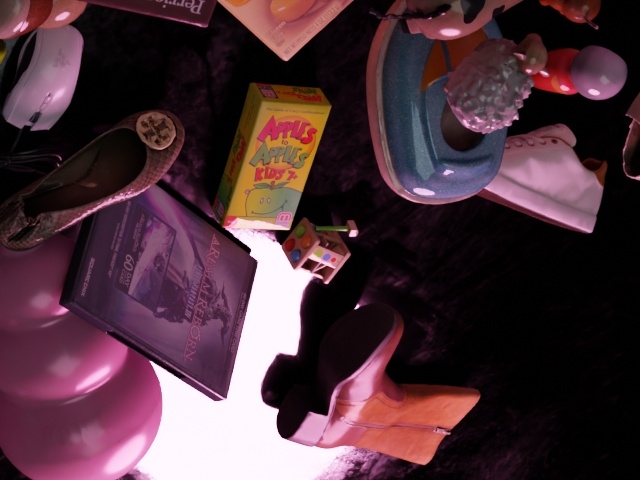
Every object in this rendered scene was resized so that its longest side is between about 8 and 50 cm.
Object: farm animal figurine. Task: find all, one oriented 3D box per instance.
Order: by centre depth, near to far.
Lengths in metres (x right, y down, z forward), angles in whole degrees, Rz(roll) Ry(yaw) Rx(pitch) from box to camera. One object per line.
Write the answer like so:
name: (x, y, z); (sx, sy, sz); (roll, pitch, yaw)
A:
farm animal figurine: (0.202, -0.323, 1.678); (0.327, 0.172, 0.330); (-46, 117, -14)

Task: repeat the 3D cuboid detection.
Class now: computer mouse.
computer mouse: (-0.314, -0.150, 1.754); (0.106, 0.042, 0.193); (8, 122, -30)

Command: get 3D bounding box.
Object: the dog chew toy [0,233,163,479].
dog chew toy: (-0.309, 0.132, 1.884); (0.207, 0.206, 0.331); (-19, 122, -11)

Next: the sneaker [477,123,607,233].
sneaker: (0.246, -0.107, 2.037); (0.290, 0.106, 0.123); (19, 91, -32)

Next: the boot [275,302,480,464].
boot: (0.117, 0.209, 2.212); (0.280, 0.096, 0.264); (14, 118, -34)

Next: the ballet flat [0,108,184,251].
ballet flat: (-0.259, -0.072, 1.787); (0.250, 0.084, 0.058); (-33, 166, -16)

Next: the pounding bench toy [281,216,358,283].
pounding bench toy: (0.000, 0.000, 2.017); (0.065, 0.052, 0.083); (24, 113, -37)

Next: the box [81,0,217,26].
box: (-0.163, -0.337, 1.474); (0.169, 0.167, 0.203); (8, 124, -28)

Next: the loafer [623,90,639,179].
loafer: (0.451, -0.172, 2.060); (0.092, 0.102, 0.268); (-18, 133, -20)

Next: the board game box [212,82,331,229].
board game box: (-0.060, -0.099, 1.915); (0.092, 0.043, 0.181); (2, 125, -26)

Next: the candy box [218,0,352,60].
candy box: (-0.077, -0.352, 1.673); (0.183, 0.087, 0.316); (-42, 132, 11)

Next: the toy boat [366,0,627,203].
toy boat: (0.203, -0.186, 1.872); (0.318, 0.148, 0.267); (-12, 103, -30)

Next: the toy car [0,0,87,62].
toy car: (-0.296, -0.271, 1.636); (0.188, 0.149, 0.155); (-13, 144, -54)

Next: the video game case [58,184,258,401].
video game case: (-0.184, 0.048, 1.892); (0.026, 0.196, 0.274); (-11, 145, 38)
